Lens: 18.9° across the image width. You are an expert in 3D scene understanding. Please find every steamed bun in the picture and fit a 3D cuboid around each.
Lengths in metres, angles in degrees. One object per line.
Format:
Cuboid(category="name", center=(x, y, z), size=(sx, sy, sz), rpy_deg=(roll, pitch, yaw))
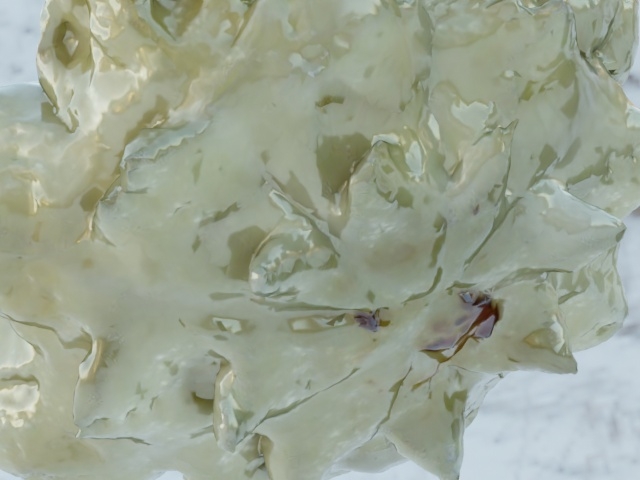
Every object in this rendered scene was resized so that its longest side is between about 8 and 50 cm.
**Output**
Cuboid(category="steamed bun", center=(0.000, 0.000, 0.681), size=(0.292, 0.295, 0.137), rpy_deg=(-32, 49, -4))
